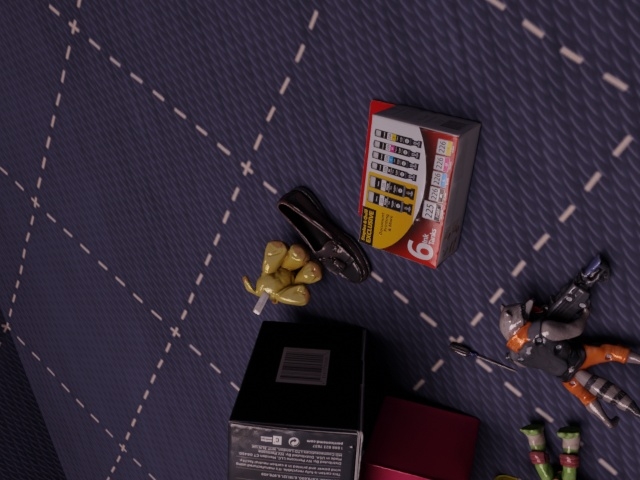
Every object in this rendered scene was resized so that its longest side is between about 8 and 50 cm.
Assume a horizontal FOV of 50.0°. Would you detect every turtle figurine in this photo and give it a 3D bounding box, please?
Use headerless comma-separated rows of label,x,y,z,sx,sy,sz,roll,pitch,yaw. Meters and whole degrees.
turtle figurine,0.515,0.565,1.550,0.198,0.274,0.266,160,105,-74

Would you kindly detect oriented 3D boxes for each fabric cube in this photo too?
fabric cube,0.238,0.587,1.699,0.254,0.258,0.259,11,117,13

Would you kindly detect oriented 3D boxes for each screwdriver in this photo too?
screwdriver,0.392,0.283,1.655,0.170,0.025,0.024,17,118,18

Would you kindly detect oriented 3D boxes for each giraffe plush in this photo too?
giraffe plush,-0.095,0.109,1.824,0.181,0.170,0.210,45,89,8

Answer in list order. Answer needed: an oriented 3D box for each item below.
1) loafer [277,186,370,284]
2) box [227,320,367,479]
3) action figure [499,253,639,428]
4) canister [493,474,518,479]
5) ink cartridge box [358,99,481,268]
loafer,0.000,0.000,1.743,0.302,0.095,0.109,50,129,6
box,-0.048,0.518,1.696,0.297,0.480,0.472,3,110,3
action figure,0.532,0.211,1.429,0.330,0.178,0.341,27,125,11
canister,0.494,0.690,1.723,0.126,0.073,0.170,9,116,32
ink cartridge box,0.186,-0.132,1.538,0.272,0.130,0.309,19,120,28
